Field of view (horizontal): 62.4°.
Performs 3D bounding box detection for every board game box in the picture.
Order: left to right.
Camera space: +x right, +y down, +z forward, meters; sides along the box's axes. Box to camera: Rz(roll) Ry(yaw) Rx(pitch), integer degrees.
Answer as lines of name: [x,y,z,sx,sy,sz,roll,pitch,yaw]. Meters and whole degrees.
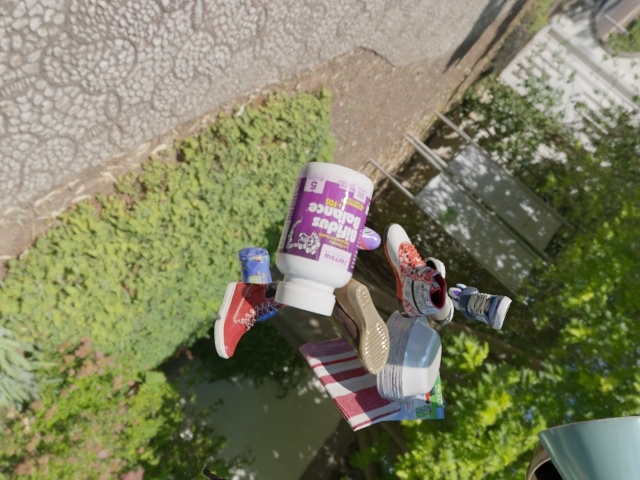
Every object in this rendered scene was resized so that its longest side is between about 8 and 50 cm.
board game box: [0.308,0.532,1.818,0.211,0.160,0.039,-6,165,10]

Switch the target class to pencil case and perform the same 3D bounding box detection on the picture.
pencil case: [-0.248,0.175,2.126,0.133,0.306,0.119,-5,-162,9]

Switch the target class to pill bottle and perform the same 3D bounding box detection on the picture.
pill bottle: [0.000,0.000,1.129,0.169,0.169,0.302,70,34,-82]

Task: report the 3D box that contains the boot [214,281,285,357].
boot: [-0.189,0.214,1.470,0.088,0.176,0.244,78,15,-46]

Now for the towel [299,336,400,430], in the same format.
towel: [0.100,0.459,1.759,0.237,0.329,0.037,-1,132,-44]

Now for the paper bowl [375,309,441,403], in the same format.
paper bowl: [0.289,0.370,1.673,0.284,0.148,0.284,-24,117,-59]

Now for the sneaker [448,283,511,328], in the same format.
sneaker: [0.632,0.258,2.155,0.130,0.236,0.323,-66,164,-5]

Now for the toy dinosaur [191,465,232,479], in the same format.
toy dinosaur: [-0.290,0.721,1.469,0.313,0.160,0.121,23,77,-65]

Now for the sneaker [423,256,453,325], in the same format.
sneaker: [0.428,0.188,1.995,0.100,0.272,0.108,-18,152,23]

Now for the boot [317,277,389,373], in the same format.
boot: [0.063,0.196,1.310,0.090,0.248,0.207,-24,-162,-32]

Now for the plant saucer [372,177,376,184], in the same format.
plant saucer: [0.209,-0.221,2.179,0.083,0.015,0.083,-54,174,-8]

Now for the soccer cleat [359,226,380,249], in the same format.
soccer cleat: [0.105,-0.030,2.263,0.116,0.318,0.109,-71,-179,-80]

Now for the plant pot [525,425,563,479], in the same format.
plant pot: [0.924,0.846,1.957,0.323,0.323,0.280,-50,176,22]

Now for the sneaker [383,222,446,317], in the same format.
sneaker: [0.263,0.072,1.439,0.090,0.270,0.145,-4,171,-36]

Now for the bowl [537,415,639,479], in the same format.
bowl: [0.703,0.531,1.272,0.311,0.311,0.163,122,-30,-56]
